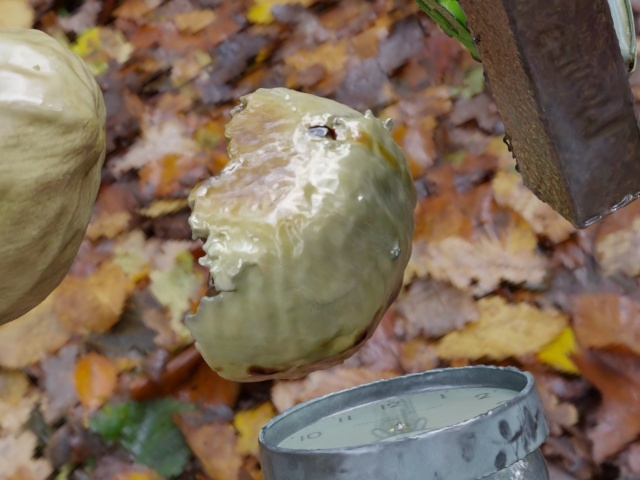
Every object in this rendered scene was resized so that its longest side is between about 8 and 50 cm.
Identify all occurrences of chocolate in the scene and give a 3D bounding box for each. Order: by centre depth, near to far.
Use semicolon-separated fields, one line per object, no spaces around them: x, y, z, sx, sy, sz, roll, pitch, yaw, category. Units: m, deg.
0.185;-0.156;1.075;0.112;0.321;0.112;-27;37;-1;chocolate

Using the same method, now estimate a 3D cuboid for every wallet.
0.296;-0.217;1.345;0.039;0.155;0.110;-13;87;9;wallet

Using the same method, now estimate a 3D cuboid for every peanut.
-0.159;-0.029;0.637;0.159;0.109;0.141;-41;43;51;peanut

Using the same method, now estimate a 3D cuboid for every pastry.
0.000;0.010;1.151;0.170;0.237;0.256;1;46;25;pastry

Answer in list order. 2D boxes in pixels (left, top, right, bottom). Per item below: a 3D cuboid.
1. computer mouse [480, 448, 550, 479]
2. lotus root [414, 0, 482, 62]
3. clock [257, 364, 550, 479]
0.059;0.304;1.229;0.203;0.114;0.374;43;113;20;computer mouse
0.152;-0.282;1.236;0.186;0.186;0.186;-17;41;16;lotus root
0.058;0.139;0.973;0.215;0.042;0.215;-13;5;1;clock
